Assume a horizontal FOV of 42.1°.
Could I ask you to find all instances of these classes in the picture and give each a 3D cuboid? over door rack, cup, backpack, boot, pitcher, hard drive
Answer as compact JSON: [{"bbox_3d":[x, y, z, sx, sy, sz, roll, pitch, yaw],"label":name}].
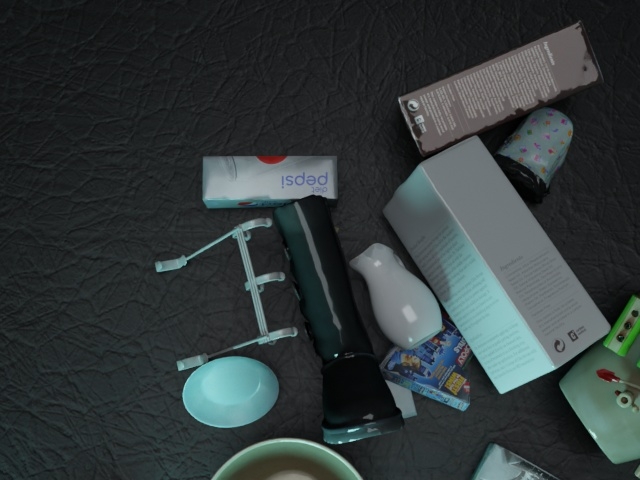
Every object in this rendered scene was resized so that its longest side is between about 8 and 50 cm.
[{"bbox_3d":[-0.183,0.108,1.673,0.324,0.108,0.240,-22,78,41],"label":"over door rack"},{"bbox_3d":[-0.059,0.537,1.594,0.331,0.237,0.331,0,81,1],"label":"cup"},{"bbox_3d":[0.460,-0.190,1.768,0.152,0.115,0.182,35,80,8],"label":"backpack"},{"bbox_3d":[0.025,0.129,1.552,0.146,0.367,0.445,-12,87,-5],"label":"boot"},{"bbox_3d":[0.166,0.111,1.687,0.125,0.177,0.207,-39,73,25],"label":"pitcher"},{"bbox_3d":[0.124,0.333,1.733,0.135,0.022,0.094,-14,82,-2],"label":"hard drive"}]

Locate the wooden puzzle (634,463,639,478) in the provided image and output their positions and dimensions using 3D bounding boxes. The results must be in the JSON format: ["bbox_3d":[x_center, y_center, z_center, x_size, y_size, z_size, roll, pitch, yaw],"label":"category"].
[{"bbox_3d":[0.696,0.476,1.716,0.078,0.014,0.116,43,83,10],"label":"wooden puzzle"}]

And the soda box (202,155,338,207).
[{"bbox_3d":[-0.105,-0.124,1.769,0.286,0.091,0.098,0,81,0],"label":"soda box"}]

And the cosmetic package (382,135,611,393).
[{"bbox_3d":[0.333,0.051,1.643,0.161,0.230,0.453,-27,78,-24],"label":"cosmetic package"}]

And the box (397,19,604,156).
[{"bbox_3d":[0.358,-0.305,1.703,0.381,0.191,0.143,-23,95,10],"label":"box"}]

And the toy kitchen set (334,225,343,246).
[{"bbox_3d":[0.000,0.000,1.781,0.075,0.068,0.083,28,96,39],"label":"toy kitchen set"}]

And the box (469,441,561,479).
[{"bbox_3d":[0.375,0.554,1.682,0.183,0.056,0.231,30,82,4],"label":"box"}]

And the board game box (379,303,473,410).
[{"bbox_3d":[0.245,0.249,1.713,0.194,0.060,0.194,35,68,12],"label":"board game box"}]

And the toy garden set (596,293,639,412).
[{"bbox_3d":[0.603,0.245,1.459,0.244,0.049,0.204,34,108,28],"label":"toy garden set"}]

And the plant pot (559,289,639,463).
[{"bbox_3d":[0.639,0.284,1.623,0.280,0.323,0.323,-37,83,12],"label":"plant pot"}]

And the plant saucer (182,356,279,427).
[{"bbox_3d":[-0.183,0.299,1.693,0.195,0.037,0.195,-5,123,-8],"label":"plant saucer"}]
